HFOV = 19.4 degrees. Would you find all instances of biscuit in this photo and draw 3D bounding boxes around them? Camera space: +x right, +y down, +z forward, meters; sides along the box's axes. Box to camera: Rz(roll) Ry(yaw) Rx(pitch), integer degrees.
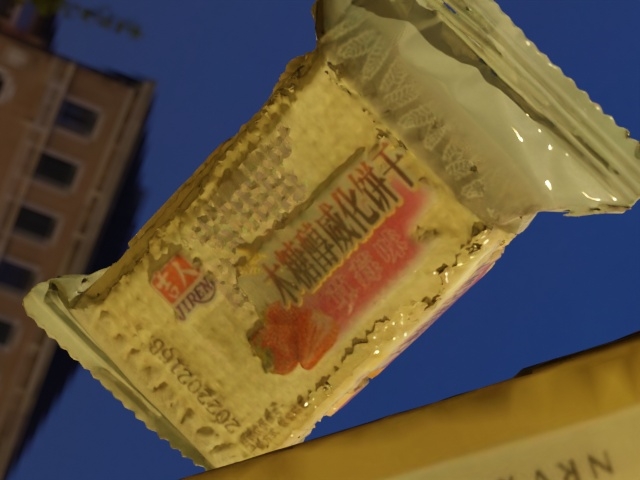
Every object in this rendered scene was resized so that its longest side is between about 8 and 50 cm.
[{"bbox_3d":[-0.003,-0.004,0.925,0.309,0.186,0.079,-44,179,32],"label":"biscuit"}]

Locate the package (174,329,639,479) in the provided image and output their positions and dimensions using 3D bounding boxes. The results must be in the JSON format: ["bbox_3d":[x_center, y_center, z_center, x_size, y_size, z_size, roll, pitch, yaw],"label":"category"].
[{"bbox_3d":[0.024,0.128,0.458,0.311,0.221,0.165,-20,-172,24],"label":"package"}]
